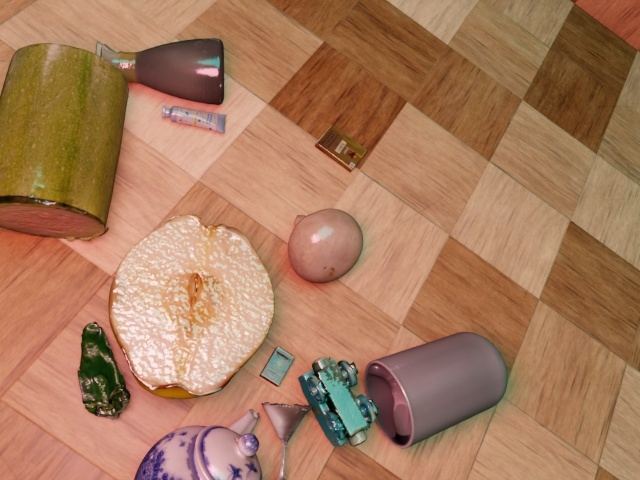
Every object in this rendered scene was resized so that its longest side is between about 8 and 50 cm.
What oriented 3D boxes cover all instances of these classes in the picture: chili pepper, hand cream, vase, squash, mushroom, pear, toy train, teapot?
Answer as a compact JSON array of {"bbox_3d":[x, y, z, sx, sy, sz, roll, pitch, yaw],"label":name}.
[{"bbox_3d":[-0.464,0.274,1.096,0.108,0.062,0.216,-29,72,15],"label":"chili pepper"},{"bbox_3d":[-0.345,-0.334,1.397,0.171,0.043,0.065,8,68,-20],"label":"hand cream"},{"bbox_3d":[-0.421,-0.457,1.365,0.321,0.173,0.173,0,69,-11],"label":"vase"},{"bbox_3d":[-0.590,-0.206,1.145,0.263,0.263,0.384,5,68,-16],"label":"squash"},{"bbox_3d":[0.000,0.000,1.311,0.204,0.204,0.204,6,67,-15],"label":"mushroom"},{"bbox_3d":[-0.288,0.155,1.135,0.340,0.191,0.386,17,64,-15],"label":"pear"},{"bbox_3d":[0.036,0.367,1.169,0.112,0.163,0.203,-21,75,-24],"label":"toy train"},{"bbox_3d":[-0.213,0.464,0.976,0.252,0.424,0.280,43,104,-1],"label":"teapot"}]

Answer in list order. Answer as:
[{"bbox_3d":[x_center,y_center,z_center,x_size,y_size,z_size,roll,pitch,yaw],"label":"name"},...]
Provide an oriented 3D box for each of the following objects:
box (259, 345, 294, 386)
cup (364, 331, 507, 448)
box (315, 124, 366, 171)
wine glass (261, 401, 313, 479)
[{"bbox_3d":[-0.104,0.302,1.229,0.051,0.023,0.082,33,63,-4],"label":"box"},{"bbox_3d":[0.286,0.348,1.235,0.312,0.205,0.205,-12,73,-23],"label":"cup"},{"bbox_3d":[0.060,-0.273,1.513,0.133,0.023,0.090,35,64,-2],"label":"box"},{"bbox_3d":[-0.083,0.454,1.130,0.122,0.122,0.183,10,72,-14],"label":"wine glass"}]
